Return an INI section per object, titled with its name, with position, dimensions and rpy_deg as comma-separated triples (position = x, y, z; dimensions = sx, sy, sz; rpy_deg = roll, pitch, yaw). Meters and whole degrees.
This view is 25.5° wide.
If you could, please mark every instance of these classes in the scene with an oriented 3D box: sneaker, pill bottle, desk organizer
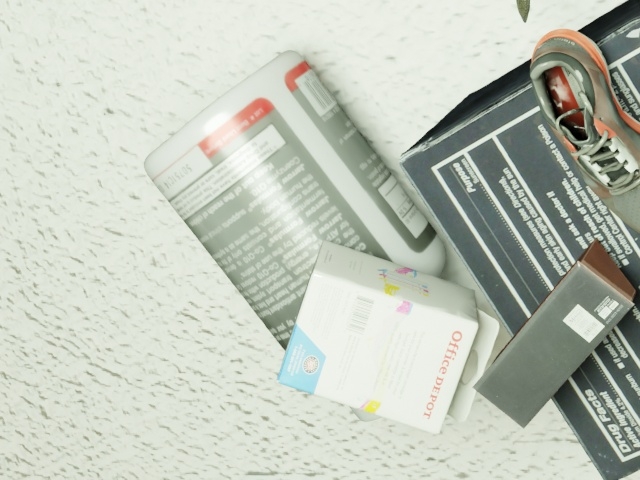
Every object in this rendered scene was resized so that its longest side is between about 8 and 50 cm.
[sneaker]
position = 0.179, -0.059, 0.909
dimensions = 0.061, 0.065, 0.158
rpy_deg = -35, 94, 33
[pill bottle]
position = 0.000, 0.000, 1.167
dimensions = 0.161, 0.161, 0.283
rpy_deg = -34, 96, 31
[desk organizer]
position = 0.165, 0.064, 0.978
dimensions = 0.047, 0.050, 0.130
rpy_deg = 38, 123, 6

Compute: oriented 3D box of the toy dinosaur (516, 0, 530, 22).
[toy dinosaur]
position = 0.129, -0.322, 1.016
dimensions = 0.160, 0.121, 0.313
rpy_deg = 8, 120, 33

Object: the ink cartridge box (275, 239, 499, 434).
[ink cartridge box]
position = 0.052, 0.073, 1.047
dimensions = 0.143, 0.090, 0.092
rpy_deg = 19, 106, -1

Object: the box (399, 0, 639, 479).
[box]
position = 0.271, -0.030, 1.024
dimensions = 0.294, 0.183, 0.296
rpy_deg = -29, 97, 31
